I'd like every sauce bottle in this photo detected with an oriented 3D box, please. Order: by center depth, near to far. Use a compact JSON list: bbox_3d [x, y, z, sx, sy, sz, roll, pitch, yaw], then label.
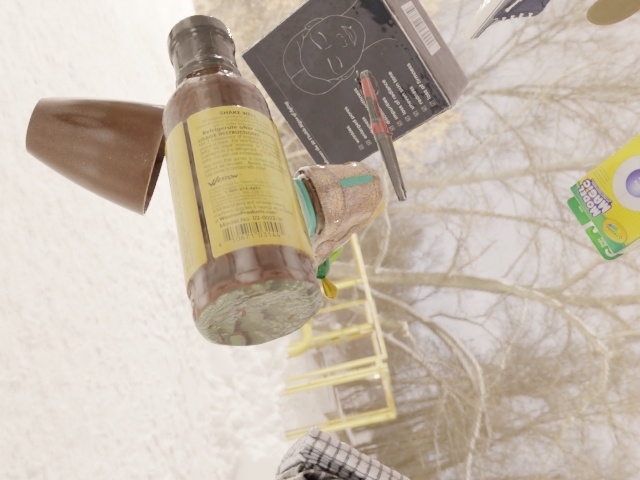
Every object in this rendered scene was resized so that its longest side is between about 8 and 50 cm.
[{"bbox_3d":[-0.086,-0.076,0.608,0.111,0.111,0.344,75,0,-58],"label":"sauce bottle"}]

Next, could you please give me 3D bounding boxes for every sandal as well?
[{"bbox_3d":[0.848,-0.645,1.786,0.079,0.240,0.088,5,62,-59],"label":"sandal"}]

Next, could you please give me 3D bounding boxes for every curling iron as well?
[{"bbox_3d":[0.121,-0.203,1.250,0.068,0.035,0.274,16,54,-63],"label":"curling iron"}]

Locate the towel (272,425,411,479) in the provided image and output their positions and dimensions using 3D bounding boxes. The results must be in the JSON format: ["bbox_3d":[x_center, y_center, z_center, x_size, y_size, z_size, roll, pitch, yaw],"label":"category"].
[{"bbox_3d":[0.040,0.418,1.033,0.121,0.235,0.283,-62,179,-28],"label":"towel"}]

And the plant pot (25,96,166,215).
[{"bbox_3d":[-0.413,-0.181,1.233,0.215,0.230,0.215,-164,-90,-79],"label":"plant pot"}]

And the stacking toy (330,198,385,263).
[{"bbox_3d":[-0.045,-0.032,1.431,0.130,0.309,0.279,56,-45,20],"label":"stacking toy"}]

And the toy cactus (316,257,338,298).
[{"bbox_3d":[0.000,0.000,0.955,0.180,0.112,0.219,-44,-152,46],"label":"toy cactus"}]

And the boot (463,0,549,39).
[{"bbox_3d":[0.337,-0.408,1.161,0.190,0.086,0.069,-47,-169,51],"label":"boot"}]

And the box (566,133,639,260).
[{"bbox_3d":[0.383,-0.062,0.790,0.179,0.043,0.105,-47,-122,39],"label":"box"}]

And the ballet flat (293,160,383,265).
[{"bbox_3d":[-0.003,-0.017,0.798,0.107,0.106,0.316,69,-19,3],"label":"ballet flat"}]

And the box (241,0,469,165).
[{"bbox_3d":[0.109,-0.522,2.008,0.480,0.472,0.297,55,33,-11],"label":"box"}]
